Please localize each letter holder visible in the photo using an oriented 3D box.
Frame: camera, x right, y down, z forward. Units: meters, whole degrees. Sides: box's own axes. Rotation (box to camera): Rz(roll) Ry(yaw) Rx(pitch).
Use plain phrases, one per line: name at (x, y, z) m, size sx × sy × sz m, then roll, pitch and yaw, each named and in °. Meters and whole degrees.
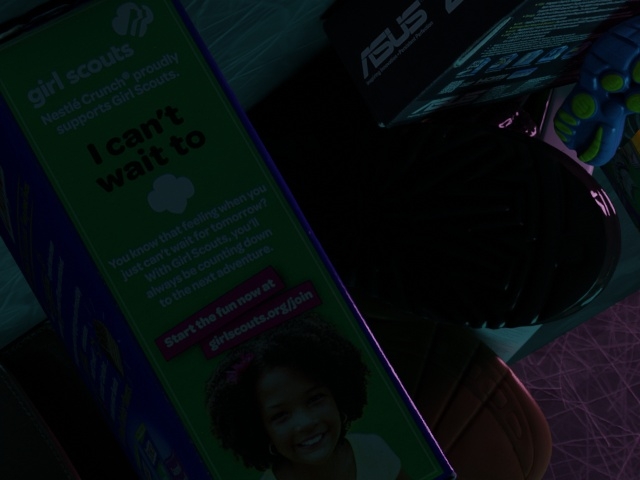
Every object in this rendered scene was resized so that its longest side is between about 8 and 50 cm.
letter holder at (-0.177, 0.211, 1.493) m, size 0.214 × 0.301 × 0.152 m, roll -34°, pitch 167°, yaw 12°

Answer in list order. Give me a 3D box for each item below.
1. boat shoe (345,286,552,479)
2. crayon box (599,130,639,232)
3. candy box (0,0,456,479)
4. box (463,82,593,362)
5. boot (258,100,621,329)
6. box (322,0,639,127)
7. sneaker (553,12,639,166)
boat shoe at (0.034, 0.108, 1.580) m, size 0.123 × 0.342 × 0.123 m, roll -61°, pitch 180°, yaw -13°
crayon box at (0.449, -0.151, 1.964) m, size 0.313 × 0.106 × 0.363 m, roll -31°, pitch 167°, yaw 2°
candy box at (-0.072, 0.048, 1.064) m, size 0.122 × 0.317 × 0.268 m, roll -29°, pitch 169°, yaw -15°
box at (0.164, -0.003, 1.639) m, size 0.322 × 0.058 × 0.232 m, roll 120°, pitch -12°, yaw -67°
boot at (0.105, -0.032, 1.354) m, size 0.348 × 0.131 × 0.260 m, roll 11°, pitch -168°, yaw 37°
box at (0.234, -0.217, 1.252) m, size 0.395 × 0.097 × 0.318 m, roll -16°, pitch 163°, yaw -47°
sneaker at (0.215, -0.115, 1.277) m, size 0.078 × 0.067 × 0.188 m, roll -46°, pitch 175°, yaw -23°
